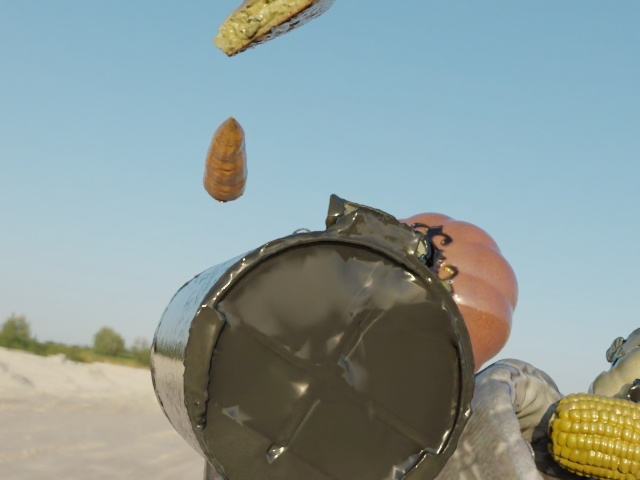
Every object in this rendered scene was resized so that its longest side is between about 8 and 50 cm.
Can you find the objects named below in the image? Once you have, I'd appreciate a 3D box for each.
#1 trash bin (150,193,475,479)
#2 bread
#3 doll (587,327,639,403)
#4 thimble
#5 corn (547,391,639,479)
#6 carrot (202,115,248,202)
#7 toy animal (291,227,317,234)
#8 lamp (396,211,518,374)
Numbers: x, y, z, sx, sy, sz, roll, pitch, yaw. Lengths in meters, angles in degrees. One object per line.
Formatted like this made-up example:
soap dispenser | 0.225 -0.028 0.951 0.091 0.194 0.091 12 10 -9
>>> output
trash bin | -0.026 0.104 0.692 0.203 0.251 0.301 17 -10 -13
bread | -0.029 -0.252 0.891 0.154 0.054 0.136 -35 12 -24
doll | 0.464 0.211 1.009 0.248 0.247 0.349 11 9 -11
thimble | 0.165 0.239 0.791 0.205 0.236 0.172 41 -65 -19
corn | 0.318 0.189 0.757 0.231 0.080 0.080 8 -10 21
carrot | -0.136 -0.129 1.276 0.072 0.072 0.205 10 -24 -7
toy animal | 0.000 0.001 0.954 0.084 0.028 0.050 2 -9 -18
lamp | 0.154 0.083 1.345 0.306 0.305 0.239 3 -34 30
